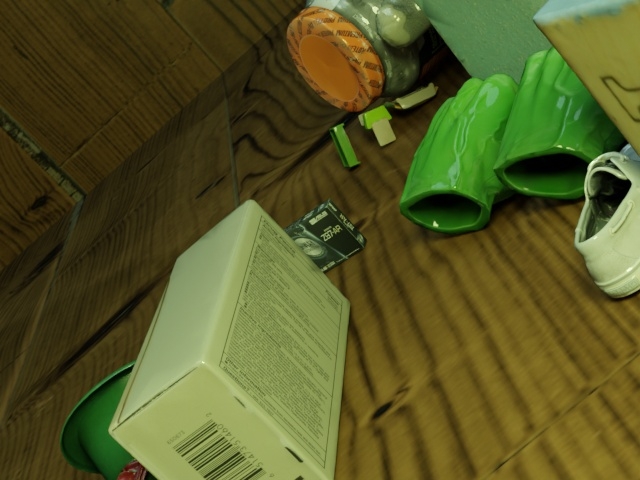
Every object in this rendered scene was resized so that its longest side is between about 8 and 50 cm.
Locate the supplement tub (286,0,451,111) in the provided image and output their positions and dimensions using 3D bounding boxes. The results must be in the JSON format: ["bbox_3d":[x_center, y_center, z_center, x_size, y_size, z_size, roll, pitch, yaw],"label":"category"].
[{"bbox_3d":[0.113,-0.328,1.598,0.316,0.194,0.193,-43,16,-24],"label":"supplement tub"}]

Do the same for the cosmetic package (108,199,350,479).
[{"bbox_3d":[-0.068,0.107,1.058,0.113,0.160,0.309,-38,16,19],"label":"cosmetic package"}]

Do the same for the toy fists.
[{"bbox_3d":[0.185,-0.097,1.073,0.279,0.096,0.142,-21,45,58],"label":"toy fists"}]

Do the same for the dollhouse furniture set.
[{"bbox_3d":[0.092,-0.155,1.566,0.151,0.059,0.076,-26,7,-9],"label":"dollhouse furniture set"}]

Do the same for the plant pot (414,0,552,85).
[{"bbox_3d":[0.269,-0.280,1.107,0.252,0.247,0.248,-9,38,54],"label":"plant pot"}]

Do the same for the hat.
[{"bbox_3d":[-0.142,0.235,1.107,0.208,0.173,0.184,-41,52,8],"label":"hat"}]

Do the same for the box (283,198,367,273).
[{"bbox_3d":[0.000,0.000,1.320,0.083,0.067,0.018,-32,20,30],"label":"box"}]

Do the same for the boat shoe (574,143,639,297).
[{"bbox_3d":[0.228,-0.033,0.890,0.066,0.063,0.184,-27,23,44],"label":"boat shoe"}]

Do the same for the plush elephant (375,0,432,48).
[{"bbox_3d":[0.154,-0.413,1.337,0.329,0.255,0.272,-11,68,23],"label":"plush elephant"}]

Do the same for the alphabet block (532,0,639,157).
[{"bbox_3d":[0.301,-0.145,0.771,0.192,0.197,0.193,-46,17,-13],"label":"alphabet block"}]
